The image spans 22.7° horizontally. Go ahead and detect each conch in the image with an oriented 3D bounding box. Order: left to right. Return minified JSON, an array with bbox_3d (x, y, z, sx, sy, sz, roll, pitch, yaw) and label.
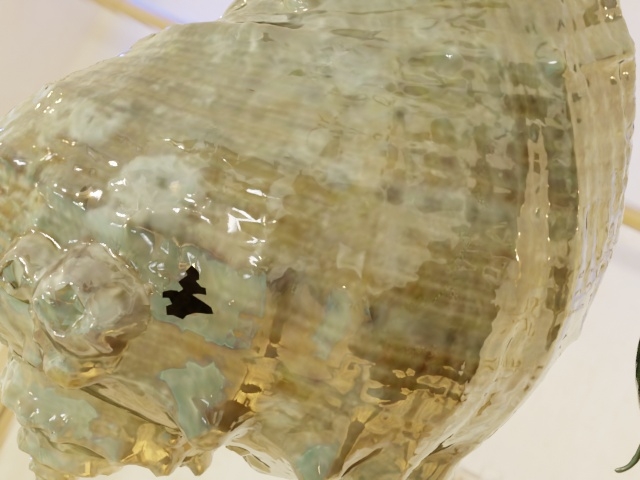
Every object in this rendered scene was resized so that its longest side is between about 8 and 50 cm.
[{"bbox_3d":[-0.001,0.012,0.710,0.297,0.352,0.210,32,34,-25],"label":"conch"}]

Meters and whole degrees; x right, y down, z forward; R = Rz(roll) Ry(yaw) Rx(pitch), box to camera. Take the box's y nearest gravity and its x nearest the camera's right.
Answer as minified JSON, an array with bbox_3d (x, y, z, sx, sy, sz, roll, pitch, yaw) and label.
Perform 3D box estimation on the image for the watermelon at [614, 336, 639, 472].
[{"bbox_3d":[0.158,0.052,0.572,0.105,0.133,0.105,40,31,-30],"label":"watermelon"}]
